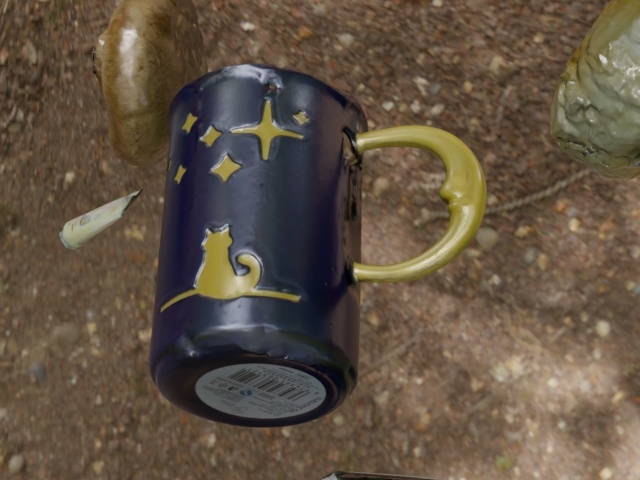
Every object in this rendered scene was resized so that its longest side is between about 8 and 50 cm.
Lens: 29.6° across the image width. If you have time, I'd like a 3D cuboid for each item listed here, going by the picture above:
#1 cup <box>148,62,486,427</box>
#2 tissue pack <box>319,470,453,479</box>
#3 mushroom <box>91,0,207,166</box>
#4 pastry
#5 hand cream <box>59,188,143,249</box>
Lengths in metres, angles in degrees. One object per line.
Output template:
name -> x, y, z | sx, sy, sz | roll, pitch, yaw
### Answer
cup -> -0.019, -0.006, 0.968 | 0.178, 0.256, 0.255 | 28, 139, -36
tissue pack -> 0.077, 0.236, 0.967 | 0.170, 0.103, 0.090 | 6, 68, -14
mushroom -> -0.223, -0.228, 1.594 | 0.146, 0.278, 0.278 | 7, 109, 3
pastry -> 0.284, -0.155, 0.951 | 0.121, 0.236, 0.257 | 38, 79, 10
hand cream -> -0.300, -0.028, 1.643 | 0.143, 0.061, 0.039 | -27, 109, 35
